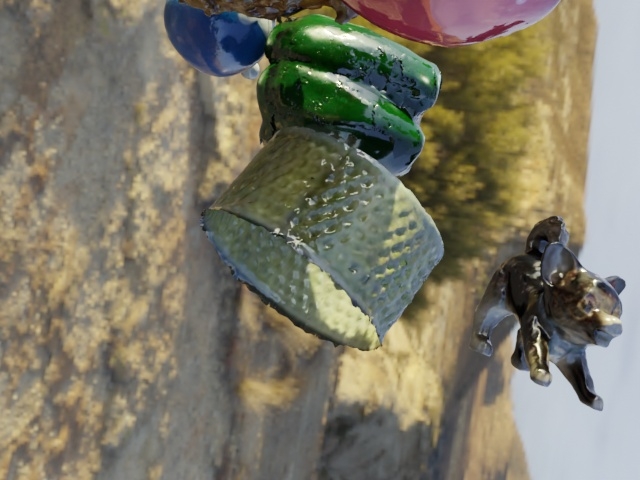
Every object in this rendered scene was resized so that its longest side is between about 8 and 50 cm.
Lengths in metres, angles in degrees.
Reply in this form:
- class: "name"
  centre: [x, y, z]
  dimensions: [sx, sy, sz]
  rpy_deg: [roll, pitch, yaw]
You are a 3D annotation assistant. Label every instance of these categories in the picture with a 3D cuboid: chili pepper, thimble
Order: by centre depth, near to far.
- class: "thimble"
  centre: [0.000, 0.000, 1.211]
  dimensions: [0.150, 0.271, 0.271]
  rpy_deg: [-51, 162, -19]
- class: "chili pepper"
  centre: [0.039, -0.198, 1.452]
  dimensions: [0.248, 0.256, 0.233]
  rpy_deg: [-49, 152, -79]

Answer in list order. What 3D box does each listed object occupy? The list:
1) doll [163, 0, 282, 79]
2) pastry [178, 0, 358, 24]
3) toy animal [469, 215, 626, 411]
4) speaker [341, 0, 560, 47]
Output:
- class: "doll"
  centre: [-0.141, -0.333, 1.495]
  dimensions: [0.215, 0.161, 0.257]
  rpy_deg: [59, 9, -20]
- class: "pastry"
  centre: [-0.030, -0.406, 1.149]
  dimensions: [0.337, 0.405, 0.292]
  rpy_deg: [-72, 155, -53]
- class: "toy animal"
  centre: [0.427, 0.107, 1.794]
  dimensions: [0.303, 0.194, 0.344]
  rpy_deg: [-68, -158, 0]
- class: "speaker"
  centre: [0.108, -0.295, 0.765]
  dimensions: [0.294, 0.294, 0.294]
  rpy_deg: [7, 90, -83]
